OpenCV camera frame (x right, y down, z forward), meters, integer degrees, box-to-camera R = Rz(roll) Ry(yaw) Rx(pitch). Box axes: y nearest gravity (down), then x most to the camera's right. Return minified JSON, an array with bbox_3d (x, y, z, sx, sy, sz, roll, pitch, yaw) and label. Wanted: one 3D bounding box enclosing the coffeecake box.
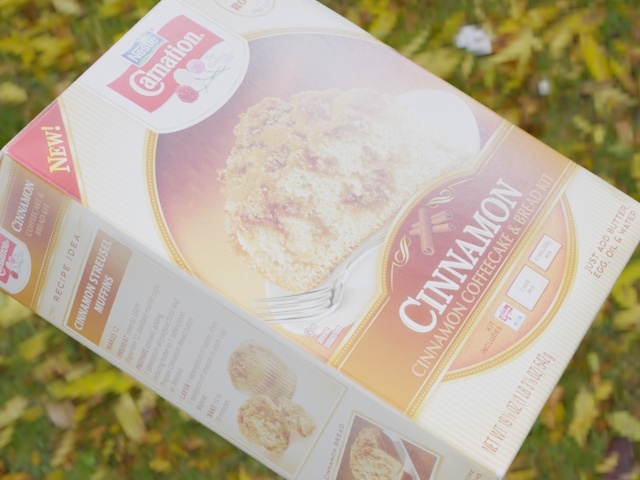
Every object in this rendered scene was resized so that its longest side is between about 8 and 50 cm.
[{"bbox_3d":[0.000,0.000,0.610,0.185,0.068,0.142,32,47,6],"label":"coffeecake box"}]
